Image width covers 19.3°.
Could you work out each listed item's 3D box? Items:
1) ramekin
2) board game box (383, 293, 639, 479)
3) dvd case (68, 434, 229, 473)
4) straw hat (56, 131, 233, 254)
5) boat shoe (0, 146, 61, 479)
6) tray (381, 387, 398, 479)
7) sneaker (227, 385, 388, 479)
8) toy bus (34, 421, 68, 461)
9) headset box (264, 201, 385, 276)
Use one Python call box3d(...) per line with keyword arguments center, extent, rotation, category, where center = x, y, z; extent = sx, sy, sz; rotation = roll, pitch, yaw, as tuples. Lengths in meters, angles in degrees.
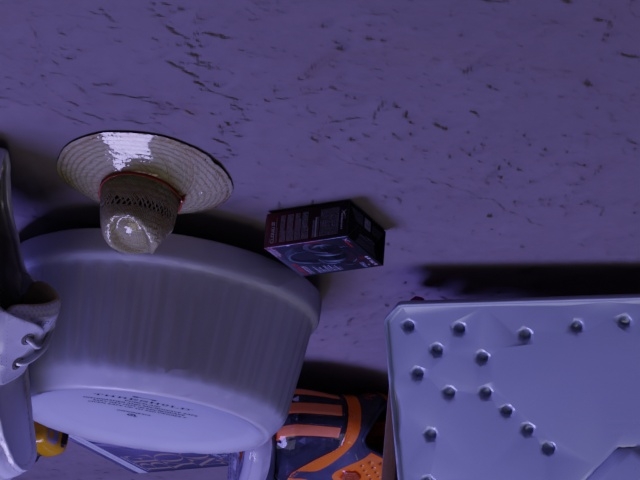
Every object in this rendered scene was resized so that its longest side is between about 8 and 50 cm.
box3d(center=(-0.139, 0.093, 1.577), extent=(0.273, 0.127, 0.273), rotation=(6, 161, 2), category="ramekin")
box3d(center=(0.263, 0.227, 1.555), extent=(0.390, 0.390, 0.050), rotation=(-2, -165, 14), category="board game box")
box3d(center=(-0.154, 0.213, 2.016), extent=(0.221, 0.018, 0.164), rotation=(-8, 154, 28), category="dvd case")
box3d(center=(-0.137, -0.023, 1.414), extent=(0.144, 0.061, 0.144), rotation=(4, 156, 2), category="straw hat")
box3d(center=(-0.245, 0.060, 1.432), extent=(0.096, 0.098, 0.277), rotation=(-7, 112, 8), category="boat shoe")
box3d(center=(0.263, 0.208, 1.674), extent=(0.411, 0.202, 0.076), rotation=(0, 156, 13), category="tray")
box3d(center=(-0.001, 0.241, 1.891), extent=(0.180, 0.124, 0.321), rotation=(3, 155, -7), category="sneaker")
box3d(center=(-0.404, 0.147, 1.810), extent=(0.333, 0.108, 0.130), rotation=(-4, 153, 23), category="toy bus")
box3d(center=(0.000, 0.000, 1.471), extent=(0.083, 0.032, 0.062), rotation=(-9, 153, 27), category="headset box")
